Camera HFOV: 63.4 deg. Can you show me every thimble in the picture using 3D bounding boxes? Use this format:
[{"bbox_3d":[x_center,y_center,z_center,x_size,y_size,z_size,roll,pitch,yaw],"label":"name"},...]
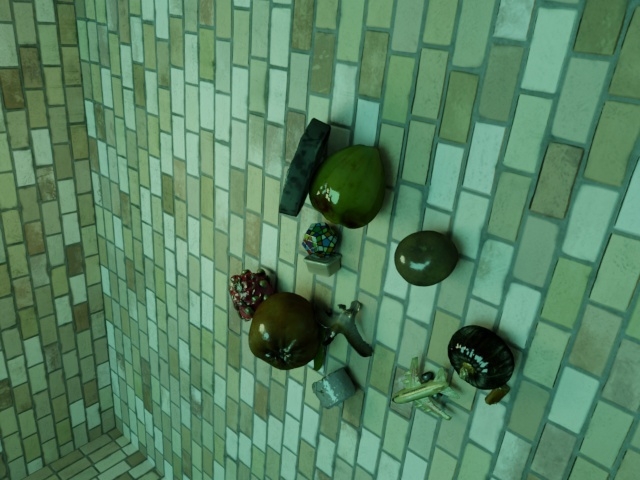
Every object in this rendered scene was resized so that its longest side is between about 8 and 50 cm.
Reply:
[{"bbox_3d":[0.052,0.564,1.971,0.117,0.127,0.151,60,139,11],"label":"thimble"}]

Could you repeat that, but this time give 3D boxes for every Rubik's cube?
[{"bbox_3d":[0.000,0.000,1.826,0.112,0.133,0.132,-163,61,-66],"label":"Rubik's cube"}]

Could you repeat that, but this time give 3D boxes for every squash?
[{"bbox_3d":[0.461,0.339,1.502,0.193,0.156,0.193,176,90,-65],"label":"squash"}]

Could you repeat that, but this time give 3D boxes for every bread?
[{"bbox_3d":[0.530,0.461,1.559,0.083,0.047,0.036,-65,31,34],"label":"bread"}]

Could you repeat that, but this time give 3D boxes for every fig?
[{"bbox_3d":[0.097,-0.175,1.612,0.239,0.239,0.271,37,96,27],"label":"fig"}]

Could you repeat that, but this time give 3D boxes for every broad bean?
[{"bbox_3d":[-0.004,0.386,2.018,0.060,0.043,0.297,21,118,25],"label":"broad bean"}]

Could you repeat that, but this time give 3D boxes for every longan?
[{"bbox_3d":[0.311,0.053,1.526,0.187,0.168,0.167,-15,95,46],"label":"longan"}]

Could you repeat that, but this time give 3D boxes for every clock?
[{"bbox_3d":[-0.050,-0.230,1.661,0.067,0.325,0.324,21,123,0],"label":"clock"}]

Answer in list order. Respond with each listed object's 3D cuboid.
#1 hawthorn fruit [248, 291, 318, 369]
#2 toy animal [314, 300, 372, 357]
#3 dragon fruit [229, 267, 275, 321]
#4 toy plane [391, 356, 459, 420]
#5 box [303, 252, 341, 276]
[{"bbox_3d":[-0.131,0.319,1.941,0.300,0.268,0.267,-94,24,-51],"label":"hawthorn fruit"},{"bbox_3d":[0.061,0.294,1.823,0.273,0.197,0.160,32,114,25],"label":"toy animal"},{"bbox_3d":[-0.268,0.247,2.104,0.219,0.198,0.272,-11,98,36],"label":"dragon fruit"},{"bbox_3d":[0.335,0.496,1.715,0.244,0.092,0.228,-32,85,45],"label":"toy plane"},{"bbox_3d":[0.010,0.083,1.869,0.122,0.089,0.062,10,123,40],"label":"box"}]
